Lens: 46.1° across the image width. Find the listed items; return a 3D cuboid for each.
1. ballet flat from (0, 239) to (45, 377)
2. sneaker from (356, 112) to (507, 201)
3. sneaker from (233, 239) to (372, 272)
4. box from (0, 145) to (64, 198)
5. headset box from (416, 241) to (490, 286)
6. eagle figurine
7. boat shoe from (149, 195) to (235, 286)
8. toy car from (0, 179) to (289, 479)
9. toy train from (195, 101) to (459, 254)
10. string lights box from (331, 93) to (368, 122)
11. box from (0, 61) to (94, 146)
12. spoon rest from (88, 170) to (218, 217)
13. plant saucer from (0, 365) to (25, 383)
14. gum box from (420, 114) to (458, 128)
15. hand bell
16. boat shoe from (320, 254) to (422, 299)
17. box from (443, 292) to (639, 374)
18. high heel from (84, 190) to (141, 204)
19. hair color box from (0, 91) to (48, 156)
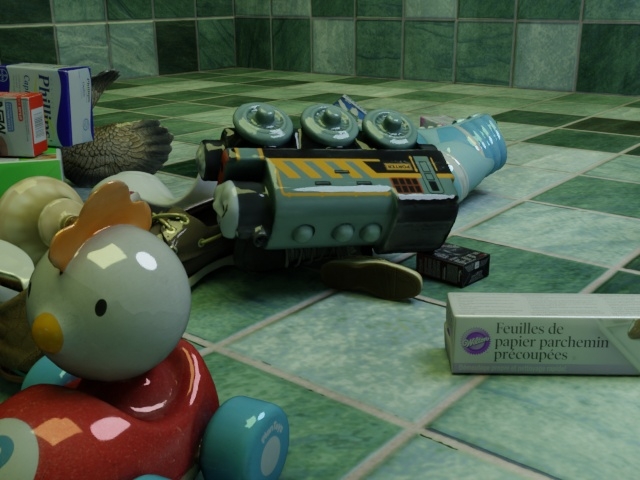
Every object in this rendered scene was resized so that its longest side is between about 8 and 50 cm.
[{"bbox_3d":[-0.352,0.051,0.757,0.342,0.124,0.116,7,20,36],"label":"ballet flat"},{"bbox_3d":[0.207,-0.173,1.395,0.208,0.127,0.319,-30,39,-23],"label":"sneaker"},{"bbox_3d":[0.000,0.000,1.006,0.132,0.086,0.229,16,23,35],"label":"sneaker"},{"bbox_3d":[-0.552,-0.087,1.223,0.262,0.126,0.231,-5,20,-17],"label":"box"},{"bbox_3d":[0.171,0.029,0.989,0.083,0.032,0.062,15,23,42],"label":"headset box"},{"bbox_3d":[-0.466,-0.211,1.429,0.298,0.225,0.226,9,16,35],"label":"eagle figurine"},{"bbox_3d":[-0.181,0.001,0.983,0.117,0.096,0.324,12,22,36],"label":"boat shoe"},{"bbox_3d":[-0.159,0.078,0.523,0.219,0.238,0.210,8,20,26],"label":"toy car"},{"bbox_3d":[0.015,-0.072,0.951,0.334,0.142,0.190,-1,48,-21],"label":"toy train"},{"bbox_3d":[0.062,-0.231,1.621,0.133,0.077,0.259,38,21,-4],"label":"string lights box"},{"bbox_3d":[-0.455,-0.226,1.246,0.137,0.126,0.072,6,17,14],"label":"box"},{"bbox_3d":[-0.246,-0.072,1.143,0.276,0.084,0.137,-16,-26,41],"label":"spoon rest"},{"bbox_3d":[-0.276,0.122,0.751,0.083,0.013,0.083,0,18,0],"label":"plant saucer"},{"bbox_3d":[0.265,-0.186,1.521,0.062,0.107,0.188,-6,19,-15],"label":"gum box"},{"bbox_3d":[-0.292,-0.017,0.905,0.126,0.126,0.242,-16,12,-38],"label":"hand bell"},{"bbox_3d":[0.068,0.040,0.933,0.135,0.050,0.045,10,26,28],"label":"boat shoe"},{"bbox_3d":[0.289,0.092,0.746,0.324,0.063,0.067,0,17,2],"label":"box"},{"bbox_3d":[-0.308,-0.033,1.051,0.117,0.082,0.244,6,3,-8],"label":"high heel"},{"bbox_3d":[-0.514,-0.180,1.156,0.167,0.093,0.053,2,18,6],"label":"hair color box"}]
